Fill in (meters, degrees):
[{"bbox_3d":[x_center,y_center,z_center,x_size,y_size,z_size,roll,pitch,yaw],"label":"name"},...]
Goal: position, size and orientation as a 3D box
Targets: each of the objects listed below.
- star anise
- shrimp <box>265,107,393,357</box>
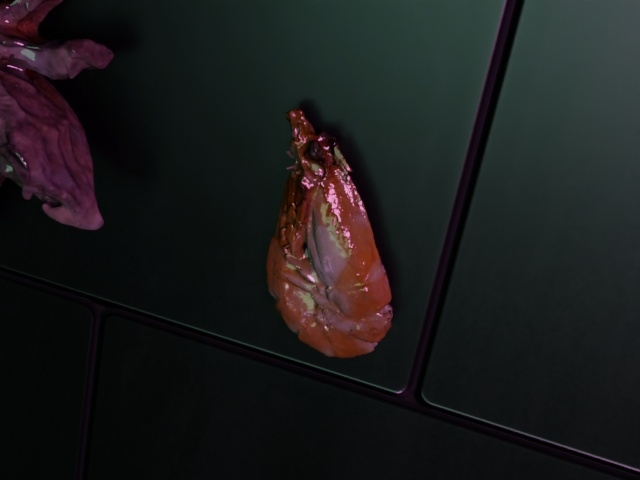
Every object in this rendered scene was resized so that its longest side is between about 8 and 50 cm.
[{"bbox_3d":[-0.242,-0.110,0.746,0.198,0.110,0.257,-19,98,24],"label":"star anise"},{"bbox_3d":[0.000,0.000,0.748,0.091,0.043,0.184,1,112,21],"label":"shrimp"}]
